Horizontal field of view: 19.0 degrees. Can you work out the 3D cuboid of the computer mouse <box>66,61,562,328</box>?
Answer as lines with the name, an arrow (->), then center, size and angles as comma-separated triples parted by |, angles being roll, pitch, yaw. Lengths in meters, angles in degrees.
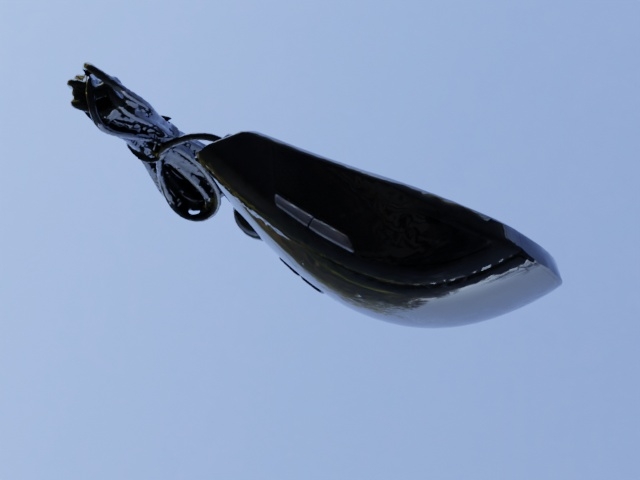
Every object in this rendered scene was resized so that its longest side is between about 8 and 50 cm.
computer mouse -> 0.000, 0.000, 0.962 | 0.262, 0.184, 0.060 | 22, -97, 20
